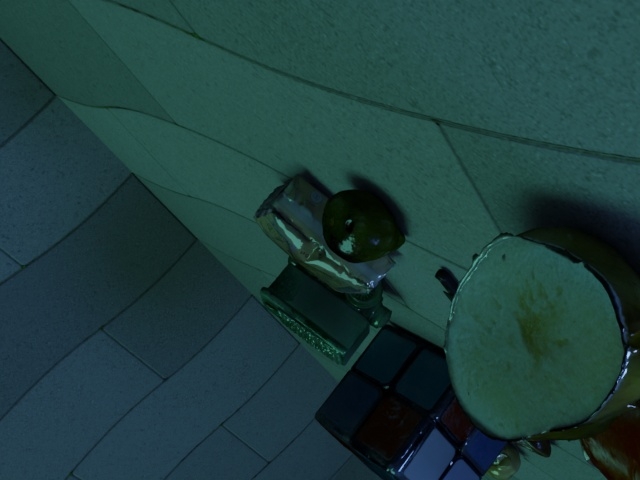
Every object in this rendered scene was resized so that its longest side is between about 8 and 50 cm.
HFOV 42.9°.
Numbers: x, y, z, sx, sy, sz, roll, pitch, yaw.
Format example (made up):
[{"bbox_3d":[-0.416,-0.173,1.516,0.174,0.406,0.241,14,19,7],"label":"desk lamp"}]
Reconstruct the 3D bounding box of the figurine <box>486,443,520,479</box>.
[{"bbox_3d":[0.479,0.579,2.259,0.114,0.108,0.196,-11,125,41],"label":"figurine"}]

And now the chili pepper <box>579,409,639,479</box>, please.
[{"bbox_3d":[0.485,0.261,0.986,0.251,0.229,0.305,12,-175,-10],"label":"chili pepper"}]

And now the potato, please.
[{"bbox_3d":[0.303,0.105,0.971,0.300,0.196,0.247,-45,59,56],"label":"potato"}]

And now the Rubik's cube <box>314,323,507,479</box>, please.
[{"bbox_3d":[0.235,0.445,2.005,0.318,0.316,0.313,23,158,49],"label":"Rubik's cube"}]

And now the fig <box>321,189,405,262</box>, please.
[{"bbox_3d":[0.084,-0.022,1.361,0.156,0.123,0.123,2,-171,-31],"label":"fig"}]

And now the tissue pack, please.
[{"bbox_3d":[0.000,0.000,1.589,0.256,0.123,0.215,43,169,-9],"label":"tissue pack"}]

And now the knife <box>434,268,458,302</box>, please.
[{"bbox_3d":[0.258,0.119,1.495,0.072,0.019,0.245,27,164,48],"label":"knife"}]

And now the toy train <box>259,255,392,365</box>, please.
[{"bbox_3d":[0.018,0.127,1.787,0.266,0.202,0.145,36,165,14],"label":"toy train"}]

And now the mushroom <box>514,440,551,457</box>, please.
[{"bbox_3d":[0.497,0.470,1.934,0.123,0.052,0.123,33,170,7],"label":"mushroom"}]
